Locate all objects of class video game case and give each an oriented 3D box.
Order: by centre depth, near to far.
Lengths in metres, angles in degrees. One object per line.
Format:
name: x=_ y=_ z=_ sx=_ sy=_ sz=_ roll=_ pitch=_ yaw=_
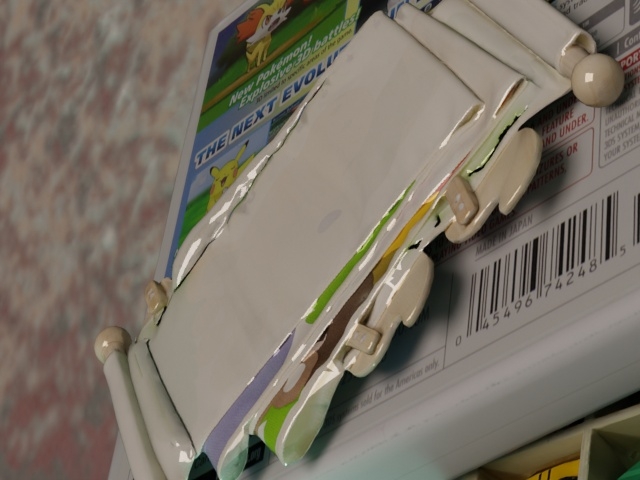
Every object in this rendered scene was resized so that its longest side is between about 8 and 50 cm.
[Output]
video game case: x=0.046 y=-0.043 z=0.672 sx=0.329 sy=0.036 sz=0.300 roll=-33 pitch=36 yaw=40

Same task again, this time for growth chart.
growth chart: x=0.000 y=0.000 z=0.638 sx=0.237 sy=0.021 sz=0.172 roll=-49 pitch=28 yaw=17

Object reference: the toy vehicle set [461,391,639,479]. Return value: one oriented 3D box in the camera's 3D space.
toy vehicle set: x=0.119 y=0.020 z=0.567 sx=0.166 sy=0.035 sz=0.267 roll=-27 pitch=39 yaw=43
